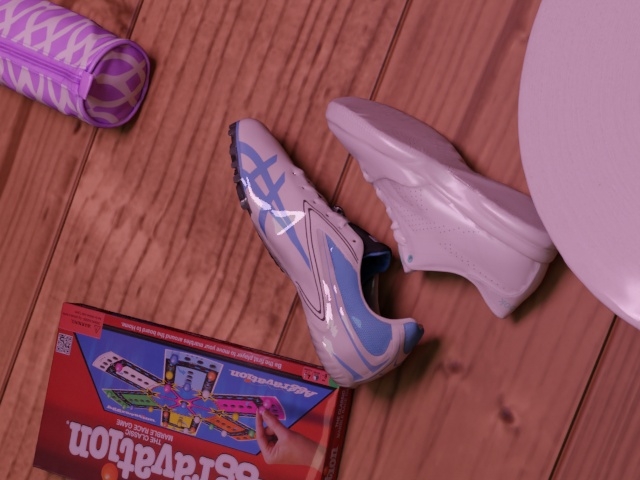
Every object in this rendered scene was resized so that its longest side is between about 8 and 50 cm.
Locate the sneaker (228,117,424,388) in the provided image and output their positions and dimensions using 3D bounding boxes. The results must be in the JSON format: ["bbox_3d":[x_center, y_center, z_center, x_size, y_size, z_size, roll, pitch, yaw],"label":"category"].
[{"bbox_3d":[0.000,0.000,1.206,0.086,0.085,0.237,-30,66,1],"label":"sneaker"}]

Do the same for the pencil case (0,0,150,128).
[{"bbox_3d":[-0.242,-0.162,1.356,0.206,0.088,0.086,22,96,30],"label":"pencil case"}]

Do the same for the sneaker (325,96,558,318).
[{"bbox_3d":[0.073,-0.024,1.165,0.212,0.080,0.094,39,117,27],"label":"sneaker"}]

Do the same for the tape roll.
[{"bbox_3d":[0.310,-0.099,0.986,0.392,0.072,0.392,-11,70,31],"label":"tape roll"}]

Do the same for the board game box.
[{"bbox_3d":[-0.109,0.147,1.282,0.281,0.027,0.145,12,93,31],"label":"board game box"}]
